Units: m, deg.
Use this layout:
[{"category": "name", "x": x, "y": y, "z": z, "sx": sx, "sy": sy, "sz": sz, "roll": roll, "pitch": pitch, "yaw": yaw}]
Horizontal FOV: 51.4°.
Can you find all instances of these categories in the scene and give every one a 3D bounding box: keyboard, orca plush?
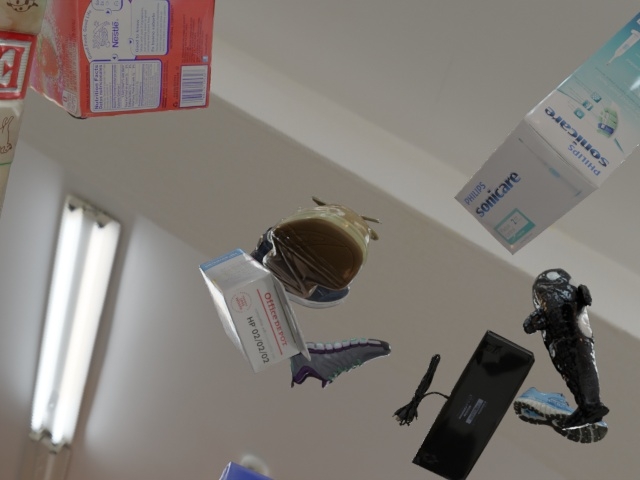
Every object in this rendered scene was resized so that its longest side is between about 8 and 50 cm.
[{"category": "keyboard", "x": 0.273, "y": 0.322, "z": 1.339, "sx": 0.202, "sy": 0.033, "sz": 0.317, "roll": 27, "pitch": -82, "yaw": -5}, {"category": "orca plush", "x": 0.379, "y": 0.166, "z": 1.099, "sx": 0.102, "sy": 0.287, "sz": 0.151, "roll": 4, "pitch": -26, "yaw": -2}]

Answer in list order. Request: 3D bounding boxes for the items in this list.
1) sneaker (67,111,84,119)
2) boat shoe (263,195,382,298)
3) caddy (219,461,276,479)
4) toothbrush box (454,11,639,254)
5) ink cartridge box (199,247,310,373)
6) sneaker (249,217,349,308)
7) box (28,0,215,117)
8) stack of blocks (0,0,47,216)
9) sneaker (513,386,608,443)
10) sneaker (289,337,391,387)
[{"category": "sneaker", "x": -0.403, "y": -0.335, "z": 1.312, "sx": 0.234, "sy": 0.106, "sz": 0.078, "roll": -33, "pitch": -61, "yaw": 14}, {"category": "boat shoe", "x": 0.000, "y": 0.000, "z": 0.795, "sx": 0.104, "sy": 0.089, "sz": 0.285, "roll": 44, "pitch": -19, "yaw": -6}, {"category": "caddy", "x": -0.132, "y": 0.538, "z": 1.121, "sx": 0.179, "sy": 0.341, "sz": 0.241, "roll": 26, "pitch": -82, "yaw": -2}, {"category": "toothbrush box", "x": 0.353, "y": -0.145, "z": 0.917, "sx": 0.126, "sy": 0.295, "sz": 0.216, "roll": 47, "pitch": -26, "yaw": 9}, {"category": "ink cartridge box", "x": -0.081, "y": 0.082, "z": 0.780, "sx": 0.181, "sy": 0.062, "sz": 0.104, "roll": 26, "pitch": -42, "yaw": 66}, {"category": "sneaker", "x": -0.019, "y": 0.041, "z": 1.234, "sx": 0.226, "sy": 0.086, "sz": 0.163, "roll": 13, "pitch": -48, "yaw": -24}, {"category": "box", "x": -0.203, "y": -0.287, "z": 0.659, "sx": 0.142, "sy": 0.154, "sz": 0.299, "roll": 30, "pitch": -57, "yaw": 39}, {"category": "stack of blocks", "x": -0.257, "y": -0.073, "z": 0.282, "sx": 0.087, "sy": 0.297, "sz": 0.171, "roll": 23, "pitch": -75, "yaw": 8}, {"category": "sneaker", "x": 0.433, "y": 0.301, "z": 1.187, "sx": 0.162, "sy": 0.073, "sz": 0.063, "roll": 17, "pitch": -48, "yaw": 36}, {"category": "sneaker", "x": 0.043, "y": 0.268, "z": 1.428, "sx": 0.224, "sy": 0.098, "sz": 0.083, "roll": -6, "pitch": -23, "yaw": 10}]
